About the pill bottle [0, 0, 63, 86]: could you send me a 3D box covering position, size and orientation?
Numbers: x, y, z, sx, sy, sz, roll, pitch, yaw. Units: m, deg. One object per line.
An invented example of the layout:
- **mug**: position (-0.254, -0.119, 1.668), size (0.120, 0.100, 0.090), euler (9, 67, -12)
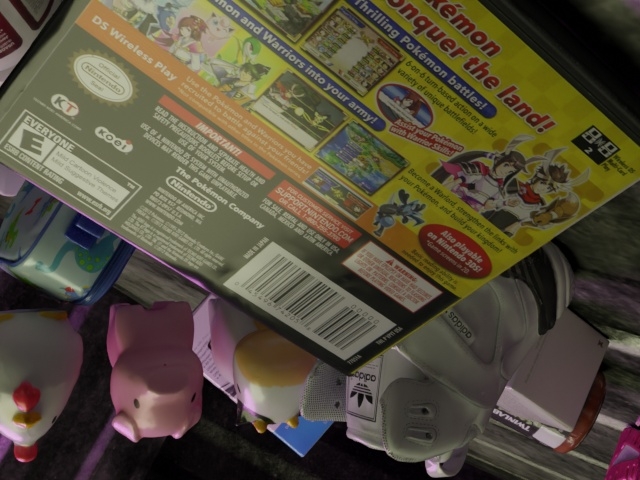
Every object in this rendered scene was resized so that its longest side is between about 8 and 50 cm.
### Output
- **pill bottle**: position (-0.247, -0.185, 0.599), size (0.121, 0.121, 0.221), euler (25, 167, 13)

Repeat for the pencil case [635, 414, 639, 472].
- **pencil case**: position (0.361, 0.169, 0.747), size (0.124, 0.124, 0.284), euler (27, 168, 4)

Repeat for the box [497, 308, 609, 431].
- **box**: position (0.207, 0.116, 0.886), size (0.102, 0.101, 0.087), euler (35, 165, -30)

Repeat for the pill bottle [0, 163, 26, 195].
- **pill bottle**: position (-0.420, -0.165, 0.893), size (0.323, 0.181, 0.181), euler (26, 167, 9)

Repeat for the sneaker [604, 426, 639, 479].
- **sneaker**: position (0.443, 0.285, 1.102), size (0.111, 0.103, 0.252), euler (23, 173, 4)

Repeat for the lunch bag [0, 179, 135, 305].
- **lunch bag**: position (-0.192, -0.051, 0.786), size (0.090, 0.219, 0.176), euler (33, 165, -25)

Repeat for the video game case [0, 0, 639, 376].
- **video game case**: position (-0.003, -0.056, 0.472), size (0.275, 0.035, 0.248), euler (34, 127, -23)

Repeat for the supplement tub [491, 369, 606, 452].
- **supplement tub**: position (0.208, 0.150, 1.010), size (0.198, 0.106, 0.106), euler (27, 167, 3)

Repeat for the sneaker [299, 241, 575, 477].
- **sneaker**: position (0.038, 0.033, 0.662), size (0.366, 0.210, 0.137), euler (37, 164, -34)

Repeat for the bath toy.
- **bath toy**: position (-0.125, 0.115, 0.779), size (0.348, 0.129, 0.151), euler (-2, 179, -17)

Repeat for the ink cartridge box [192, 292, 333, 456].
- **ink cartridge box**: position (-0.108, 0.219, 1.633), size (0.307, 0.129, 0.223), euler (40, -176, -4)
